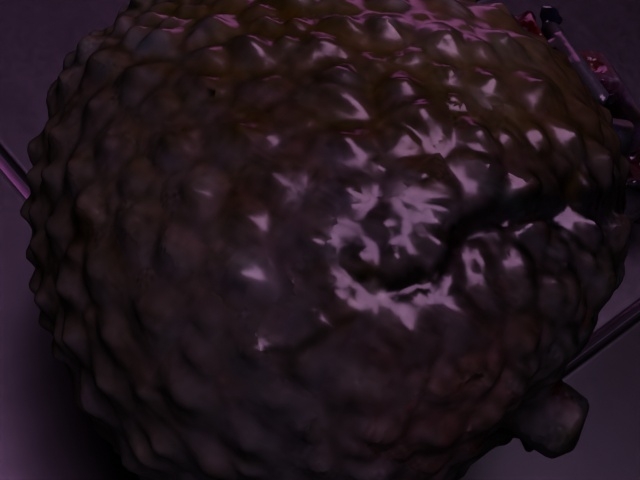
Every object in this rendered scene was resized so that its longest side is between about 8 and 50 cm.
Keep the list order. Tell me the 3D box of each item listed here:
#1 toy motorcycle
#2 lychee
[{"bbox_3d":[0.150,-0.066,0.905,0.213,0.122,0.082,-4,45,-15],"label":"toy motorcycle"},{"bbox_3d":[0.000,0.000,0.751,0.274,0.255,0.255,44,60,8],"label":"lychee"}]
